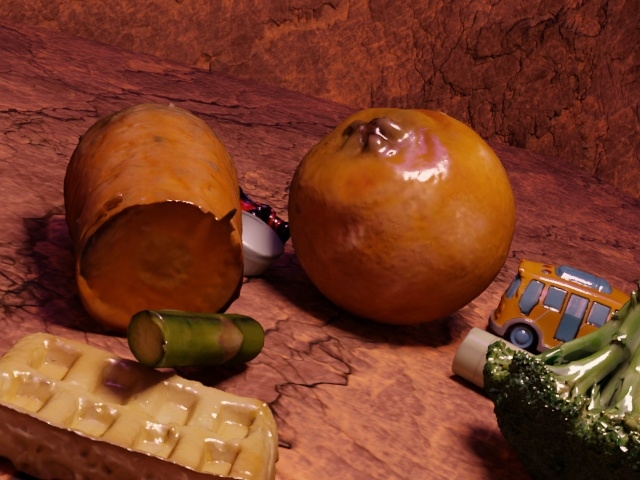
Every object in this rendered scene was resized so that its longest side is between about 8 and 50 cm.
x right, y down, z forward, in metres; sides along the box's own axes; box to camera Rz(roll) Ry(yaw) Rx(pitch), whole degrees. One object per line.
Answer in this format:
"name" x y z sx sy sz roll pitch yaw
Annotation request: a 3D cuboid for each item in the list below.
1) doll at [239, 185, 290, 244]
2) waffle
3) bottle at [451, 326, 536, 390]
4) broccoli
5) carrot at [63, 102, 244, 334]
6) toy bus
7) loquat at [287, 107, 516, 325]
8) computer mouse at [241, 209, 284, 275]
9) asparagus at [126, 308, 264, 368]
"doll" -0.163 -0.065 1.577 0.248 0.088 0.127 34 0 18
"waffle" -0.167 0.162 0.847 0.274 0.057 0.168 18 15 0
"bottle" 0.271 0.184 1.235 0.201 0.072 0.072 26 18 25
"broccoli" 0.313 0.158 1.020 0.254 0.269 0.269 29 12 -21
"carrot" -0.201 -0.035 1.183 0.224 0.224 0.341 12 24 -21
"toy bus" 0.372 0.112 1.471 0.209 0.136 0.126 21 16 11
"loquat" 0.113 -0.037 1.369 0.328 0.328 0.328 17 16 -5
"computer mouse" -0.163 -0.016 1.419 0.231 0.079 0.128 16 14 5
"asparagus" -0.125 0.101 0.980 0.067 0.060 0.277 21 0 18
